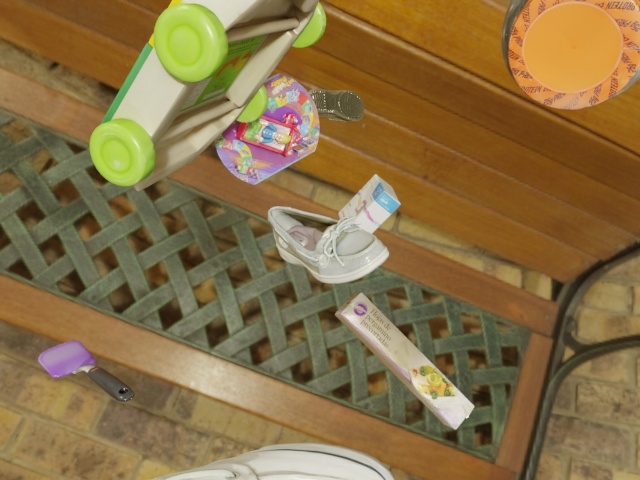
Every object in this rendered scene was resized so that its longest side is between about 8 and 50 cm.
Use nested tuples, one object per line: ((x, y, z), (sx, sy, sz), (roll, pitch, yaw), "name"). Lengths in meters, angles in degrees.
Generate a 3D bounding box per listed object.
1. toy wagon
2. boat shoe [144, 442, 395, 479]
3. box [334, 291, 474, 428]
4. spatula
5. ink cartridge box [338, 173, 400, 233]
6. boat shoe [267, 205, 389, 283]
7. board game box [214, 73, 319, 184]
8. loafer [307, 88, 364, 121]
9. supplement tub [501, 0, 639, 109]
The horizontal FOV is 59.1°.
((-0.075, -0.188, 0.535), (0.068, 0.267, 0.344), (42, 120, -3), "toy wagon")
((-0.065, 0.168, 0.310), (0.226, 0.083, 0.076), (-11, 171, 0), "boat shoe")
((0.166, 0.238, 1.124), (0.324, 0.063, 0.067), (45, 166, -1), "box")
((-0.402, 0.228, 0.977), (0.296, 0.084, 0.031), (7, 109, 45), "spatula")
((0.099, -0.065, 1.179), (0.052, 0.089, 0.122), (34, 111, -24), "ink cartridge box")
((0.001, -0.002, 1.097), (0.320, 0.118, 0.103), (19, 143, 55), "boat shoe")
((-0.073, -0.162, 0.835), (0.033, 0.168, 0.133), (36, 154, 59), "board game box")
((0.021, -0.254, 1.051), (0.147, 0.056, 0.050), (3, -176, -41), "loafer")
((0.389, -0.327, 0.837), (0.206, 0.338, 0.207), (14, 126, 20), "supplement tub")
